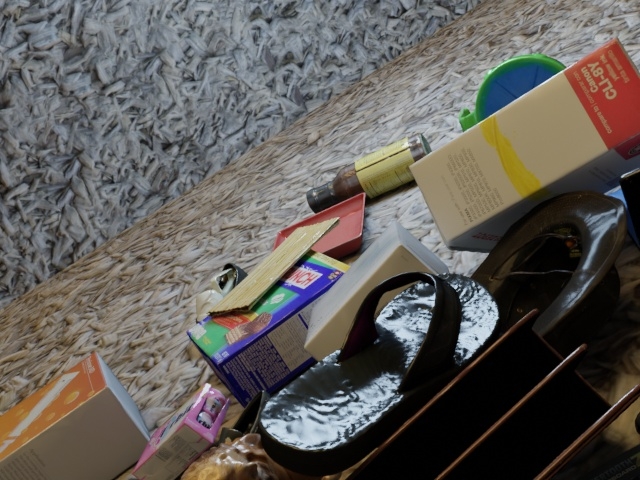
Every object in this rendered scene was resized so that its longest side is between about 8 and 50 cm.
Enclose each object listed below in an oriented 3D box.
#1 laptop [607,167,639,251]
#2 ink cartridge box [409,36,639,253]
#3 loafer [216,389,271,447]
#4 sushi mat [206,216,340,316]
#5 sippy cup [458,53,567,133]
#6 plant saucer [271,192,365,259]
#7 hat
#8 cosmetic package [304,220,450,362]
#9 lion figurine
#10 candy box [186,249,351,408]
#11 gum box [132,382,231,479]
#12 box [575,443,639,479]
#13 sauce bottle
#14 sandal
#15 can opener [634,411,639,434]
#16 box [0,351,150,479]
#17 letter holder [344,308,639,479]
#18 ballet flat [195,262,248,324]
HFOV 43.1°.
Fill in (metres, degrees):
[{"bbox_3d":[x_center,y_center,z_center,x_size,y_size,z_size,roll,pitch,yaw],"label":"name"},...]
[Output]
[{"bbox_3d":[0.627,-0.154,1.234,0.382,0.408,0.236,-26,54,15],"label":"laptop"},{"bbox_3d":[0.383,-0.139,1.369,0.385,0.160,0.279,-32,-18,24],"label":"ink cartridge box"},{"bbox_3d":[-0.144,0.342,1.340,0.076,0.078,0.223,-9,30,46],"label":"loafer"},{"bbox_3d":[-0.096,0.055,1.687,0.151,0.019,0.316,-12,26,49],"label":"sushi mat"},{"bbox_3d":[0.485,-0.320,1.841,0.306,0.240,0.224,19,27,13],"label":"sippy cup"},{"bbox_3d":[0.000,0.000,1.980,0.259,0.047,0.258,-24,21,16],"label":"plant saucer"},{"bbox_3d":[0.336,0.085,1.178,0.331,0.134,0.331,-41,18,17],"label":"hat"},{"bbox_3d":[0.099,0.106,1.331,0.224,0.138,0.224,-48,4,9],"label":"cosmetic package"},{"bbox_3d":[-0.023,0.276,1.038,0.142,0.240,0.392,3,32,34],"label":"lion figurine"},{"bbox_3d":[-0.081,0.161,1.611,0.317,0.122,0.268,-34,19,-14],"label":"candy box"},{"bbox_3d":[-0.238,0.340,1.406,0.188,0.062,0.107,-45,11,30],"label":"gum box"},{"bbox_3d":[0.346,0.291,0.821,0.233,0.059,0.183,-31,21,2],"label":"box"},{"bbox_3d":[0.125,-0.165,2.097,0.345,0.111,0.111,-22,22,20],"label":"sauce bottle"},{"bbox_3d":[0.098,0.126,1.009,0.168,0.107,0.446,13,29,32],"label":"sandal"},{"bbox_3d":[0.451,0.184,0.926,0.186,0.059,0.073,-25,21,15],"label":"can opener"},{"bbox_3d":[-0.527,0.409,1.581,0.345,0.168,0.215,-35,21,-12],"label":"box"},{"bbox_3d":[0.180,0.222,0.885,0.302,0.152,0.214,-41,-21,-6],"label":"letter holder"},{"bbox_3d":[-0.243,0.144,1.907,0.095,0.096,0.280,-22,23,22],"label":"ballet flat"}]
